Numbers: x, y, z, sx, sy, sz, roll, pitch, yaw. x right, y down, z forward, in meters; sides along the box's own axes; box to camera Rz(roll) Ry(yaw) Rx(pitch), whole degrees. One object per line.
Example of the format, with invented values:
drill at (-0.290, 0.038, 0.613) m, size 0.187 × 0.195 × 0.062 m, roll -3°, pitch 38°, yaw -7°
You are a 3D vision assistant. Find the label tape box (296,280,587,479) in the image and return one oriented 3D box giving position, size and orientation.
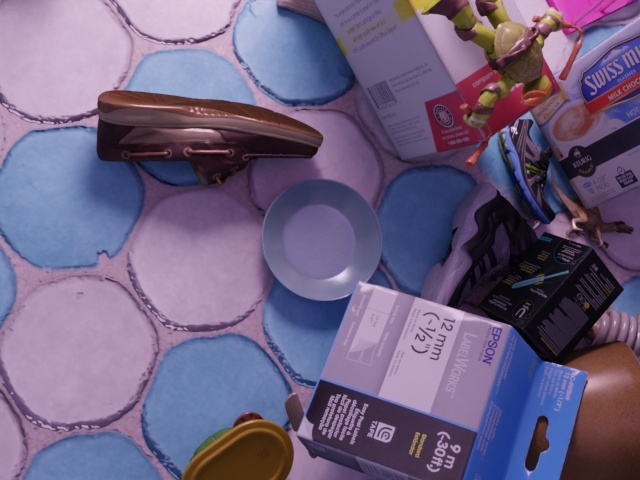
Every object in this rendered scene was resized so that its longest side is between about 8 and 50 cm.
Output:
label tape box at (0.174, 0.227, 1.209) m, size 0.347 × 0.115 × 0.249 m, roll 15°, pitch 66°, yaw 20°

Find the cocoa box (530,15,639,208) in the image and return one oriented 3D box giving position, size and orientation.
cocoa box at (0.539, -0.238, 1.355) m, size 0.231 × 0.347 × 0.228 m, roll -30°, pitch 88°, yaw -27°

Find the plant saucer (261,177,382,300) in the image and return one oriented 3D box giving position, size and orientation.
plant saucer at (0.000, 0.000, 1.357) m, size 0.195 × 0.037 × 0.195 m, roll 2°, pitch 81°, yaw -14°

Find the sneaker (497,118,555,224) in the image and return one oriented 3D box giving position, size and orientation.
sneaker at (0.357, -0.118, 1.445) m, size 0.078 × 0.067 × 0.188 m, roll -17°, pitch 83°, yaw 2°

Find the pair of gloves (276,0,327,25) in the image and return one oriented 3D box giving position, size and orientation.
pair of gloves at (0.051, -0.459, 1.443) m, size 0.204 × 0.042 × 0.240 m, roll 22°, pitch 77°, yaw -10°

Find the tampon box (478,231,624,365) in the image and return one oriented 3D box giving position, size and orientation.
tampon box at (0.349, 0.088, 1.312) m, size 0.161 × 0.120 × 0.101 m, roll -47°, pitch 115°, yaw -6°

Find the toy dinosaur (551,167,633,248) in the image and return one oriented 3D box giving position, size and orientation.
toy dinosaur at (0.445, -0.039, 1.478) m, size 0.183 × 0.053 × 0.093 m, roll 31°, pitch 59°, yaw -10°

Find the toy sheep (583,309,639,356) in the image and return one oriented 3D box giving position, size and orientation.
toy sheep at (0.495, 0.157, 1.432) m, size 0.132 × 0.091 × 0.091 m, roll 16°, pitch 77°, yaw 8°

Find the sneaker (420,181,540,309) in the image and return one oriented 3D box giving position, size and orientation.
sneaker at (0.265, 0.050, 1.382) m, size 0.153 × 0.101 × 0.269 m, roll 27°, pitch 76°, yaw -9°

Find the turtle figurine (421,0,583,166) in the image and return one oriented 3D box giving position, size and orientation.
turtle figurine at (0.233, -0.245, 1.128) m, size 0.217 × 0.087 × 0.269 m, roll 46°, pitch 75°, yaw -14°

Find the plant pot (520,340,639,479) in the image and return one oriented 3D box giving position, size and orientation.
plant pot at (0.343, 0.278, 1.317) m, size 0.254 × 0.237 × 0.237 m, roll -3°, pitch 82°, yaw 0°

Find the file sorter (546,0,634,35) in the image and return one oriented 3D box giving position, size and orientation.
file sorter at (0.534, -0.533, 1.501) m, size 0.290 × 0.182 × 0.202 m, roll -28°, pitch 88°, yaw -16°

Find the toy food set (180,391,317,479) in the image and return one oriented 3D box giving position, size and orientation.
toy food set at (-0.114, 0.316, 1.269) m, size 0.218 × 0.071 × 0.128 m, roll -33°, pitch 114°, yaw -15°

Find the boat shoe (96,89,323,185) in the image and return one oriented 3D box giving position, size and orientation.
boat shoe at (-0.168, -0.145, 1.313) m, size 0.342 × 0.123 × 0.123 m, roll 4°, pitch 110°, yaw -19°

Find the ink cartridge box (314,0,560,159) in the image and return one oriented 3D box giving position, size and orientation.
ink cartridge box at (0.143, -0.334, 1.290) m, size 0.160 × 0.279 × 0.385 m, roll -34°, pitch 101°, yaw -15°
